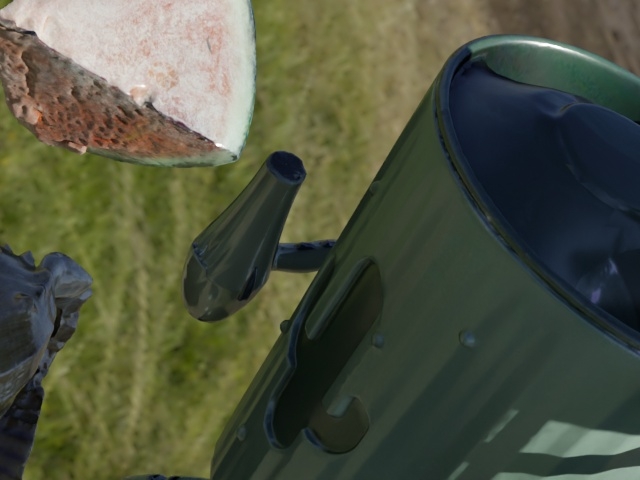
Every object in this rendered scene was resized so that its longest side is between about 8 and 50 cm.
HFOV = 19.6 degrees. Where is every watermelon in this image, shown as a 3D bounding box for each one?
[{"bbox_3d":[-0.229,-0.239,1.952,0.292,0.283,0.250,56,35,-51],"label":"watermelon"}]

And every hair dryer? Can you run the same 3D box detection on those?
[{"bbox_3d":[-0.003,-0.010,1.398,0.167,0.199,0.067,110,-37,-52],"label":"hair dryer"}]

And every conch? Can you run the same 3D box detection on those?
[{"bbox_3d":[-0.291,0.103,1.439,0.186,0.324,0.263,35,30,21],"label":"conch"}]

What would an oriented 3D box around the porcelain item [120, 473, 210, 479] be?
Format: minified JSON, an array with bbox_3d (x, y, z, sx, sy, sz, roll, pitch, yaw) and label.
[{"bbox_3d":[-0.124,0.375,1.714,0.286,0.157,0.281,50,43,-57],"label":"porcelain item"}]

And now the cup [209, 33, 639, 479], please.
[{"bbox_3d":[0.119,0.112,1.244,0.310,0.392,0.401,30,33,-9],"label":"cup"}]
